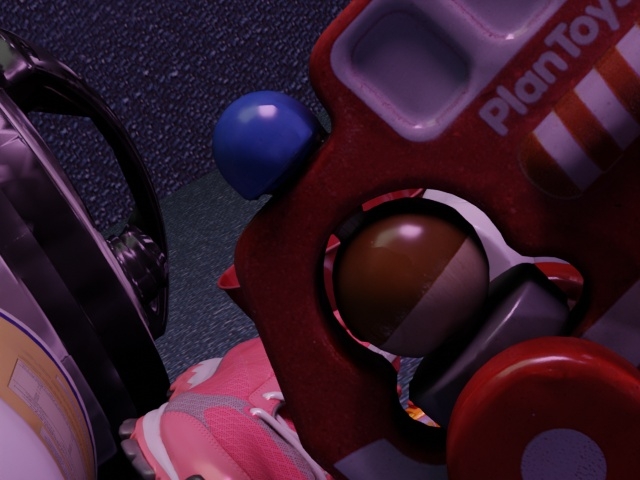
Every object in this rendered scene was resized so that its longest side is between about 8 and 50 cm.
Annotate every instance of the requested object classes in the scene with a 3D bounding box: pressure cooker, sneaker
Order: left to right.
[{"bbox_3d":[-0.304,0.054,1.375,0.420,0.375,0.370,-35,0,-13],"label":"pressure cooker"},{"bbox_3d":[-0.019,0.095,1.043,0.136,0.116,0.314,-37,8,6],"label":"sneaker"}]

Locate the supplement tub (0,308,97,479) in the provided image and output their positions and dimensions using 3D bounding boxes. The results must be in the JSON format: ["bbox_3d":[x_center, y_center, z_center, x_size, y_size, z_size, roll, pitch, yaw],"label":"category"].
[{"bbox_3d":[-0.243,0.160,1.017,0.241,0.241,0.331,-29,9,-1],"label":"supplement tub"}]

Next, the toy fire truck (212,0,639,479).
[{"bbox_3d":[0.092,-0.016,0.854,0.302,0.254,0.169,-45,5,14],"label":"toy fire truck"}]

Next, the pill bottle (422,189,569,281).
[{"bbox_3d":[0.134,-0.016,1.253,0.117,0.117,0.208,-21,12,38],"label":"pill bottle"}]

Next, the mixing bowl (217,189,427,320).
[{"bbox_3d":[0.027,0.030,1.380,0.181,0.098,0.181,-28,9,5],"label":"mixing bowl"}]

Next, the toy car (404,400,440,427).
[{"bbox_3d":[0.059,0.113,1.006,0.060,0.040,0.122,-28,9,2],"label":"toy car"}]
